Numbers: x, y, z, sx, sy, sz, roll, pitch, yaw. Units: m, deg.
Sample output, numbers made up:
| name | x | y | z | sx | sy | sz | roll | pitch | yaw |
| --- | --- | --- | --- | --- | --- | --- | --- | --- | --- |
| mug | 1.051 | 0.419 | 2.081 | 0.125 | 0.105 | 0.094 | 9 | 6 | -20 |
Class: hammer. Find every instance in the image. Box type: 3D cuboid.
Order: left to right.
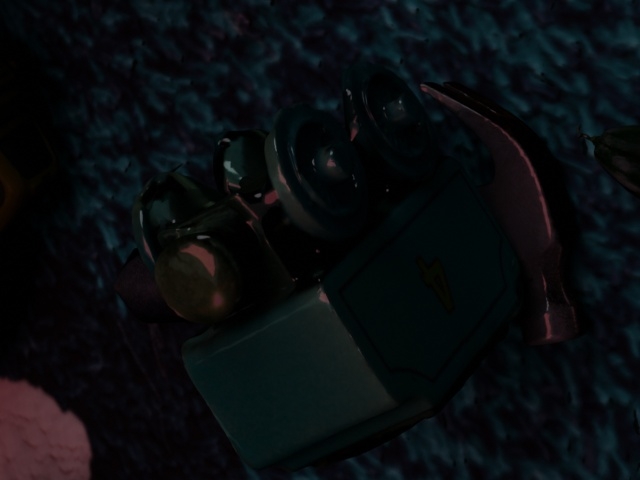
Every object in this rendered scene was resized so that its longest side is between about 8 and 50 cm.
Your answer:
| name | x | y | z | sx | sy | sz | roll | pitch | yaw |
| --- | --- | --- | --- | --- | --- | --- | --- | --- | --- |
| hammer | 0.000 | 0.000 | 0.852 | 0.290 | 0.037 | 0.137 | -10 | 89 | 36 |

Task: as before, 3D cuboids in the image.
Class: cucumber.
| name | x | y | z | sx | sy | sz | roll | pitch | yaw |
| --- | --- | --- | --- | --- | --- | --- | --- | --- | --- |
| cucumber | 0.186 | -0.025 | 0.718 | 0.168 | 0.039 | 0.039 | 16 | 103 | 32 |

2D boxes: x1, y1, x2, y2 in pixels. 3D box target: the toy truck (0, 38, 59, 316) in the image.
| name | x | y | z | sx | sy | sz | roll | pitch | yaw |
| --- | --- | --- | --- | --- | --- | --- | --- | --- | --- |
| toy truck | -0.243 | -0.015 | 0.976 | 0.165 | 0.147 | 0.224 | 43 | 117 | -2 |

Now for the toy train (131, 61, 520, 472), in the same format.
| name | x | y | z | sx | sy | sz | roll | pitch | yaw |
| --- | --- | --- | --- | --- | --- | --- | --- | --- | --- |
| toy train | 0.008 | 0.009 | 0.716 | 0.107 | 0.198 | 0.154 | -28 | 95 | 32 |
